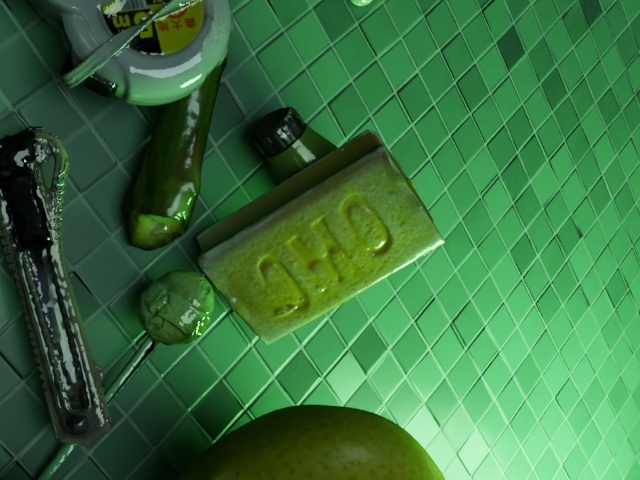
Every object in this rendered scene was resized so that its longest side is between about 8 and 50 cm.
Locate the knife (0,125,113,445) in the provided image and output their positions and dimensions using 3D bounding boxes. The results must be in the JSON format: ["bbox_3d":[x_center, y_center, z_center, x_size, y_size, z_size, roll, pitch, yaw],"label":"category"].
[{"bbox_3d":[-0.296,0.055,0.932,0.089,0.043,0.365,-12,95,-8],"label":"knife"}]

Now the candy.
[{"bbox_3d":[-0.243,0.175,1.000,0.093,0.092,0.335,33,76,10],"label":"candy"}]

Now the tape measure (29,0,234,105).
[{"bbox_3d":[-0.200,-0.251,0.941,0.236,0.120,0.197,-13,89,-20],"label":"tape measure"}]

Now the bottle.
[{"bbox_3d":[0.005,-0.068,1.154,0.112,0.112,0.260,-53,121,-24],"label":"bottle"}]

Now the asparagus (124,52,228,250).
[{"bbox_3d":[-0.167,-0.153,1.035,0.082,0.085,0.343,16,84,-14],"label":"asparagus"}]

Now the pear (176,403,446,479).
[{"bbox_3d":[0.003,0.380,1.024,0.418,0.362,0.362,30,74,-33],"label":"pear"}]

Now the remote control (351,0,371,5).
[{"bbox_3d":[0.043,-0.402,1.216,0.122,0.032,0.074,48,64,-31],"label":"remote control"}]

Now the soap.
[{"bbox_3d":[0.000,0.000,1.078,0.274,0.089,0.173,-32,119,10],"label":"soap"}]
